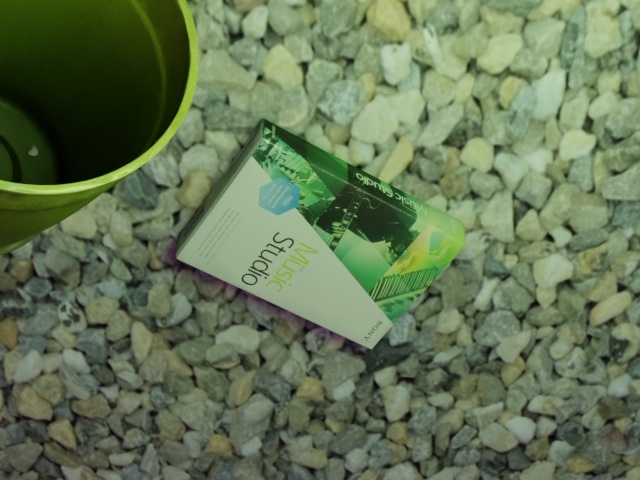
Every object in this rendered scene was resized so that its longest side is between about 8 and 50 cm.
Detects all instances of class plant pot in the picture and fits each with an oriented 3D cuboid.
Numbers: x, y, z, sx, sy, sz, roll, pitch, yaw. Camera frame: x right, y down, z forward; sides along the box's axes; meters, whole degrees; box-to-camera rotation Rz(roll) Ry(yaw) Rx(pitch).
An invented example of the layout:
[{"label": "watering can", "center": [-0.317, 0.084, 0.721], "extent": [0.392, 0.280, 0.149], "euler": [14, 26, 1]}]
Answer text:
[{"label": "plant pot", "center": [-0.367, -0.148, 1.490], "extent": [0.367, 0.366, 0.353], "euler": [21, 150, -16]}]

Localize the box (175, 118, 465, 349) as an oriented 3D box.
[{"label": "box", "center": [0.000, 0.000, 1.804], "extent": [0.322, 0.058, 0.232], "euler": [25, 124, -20]}]
